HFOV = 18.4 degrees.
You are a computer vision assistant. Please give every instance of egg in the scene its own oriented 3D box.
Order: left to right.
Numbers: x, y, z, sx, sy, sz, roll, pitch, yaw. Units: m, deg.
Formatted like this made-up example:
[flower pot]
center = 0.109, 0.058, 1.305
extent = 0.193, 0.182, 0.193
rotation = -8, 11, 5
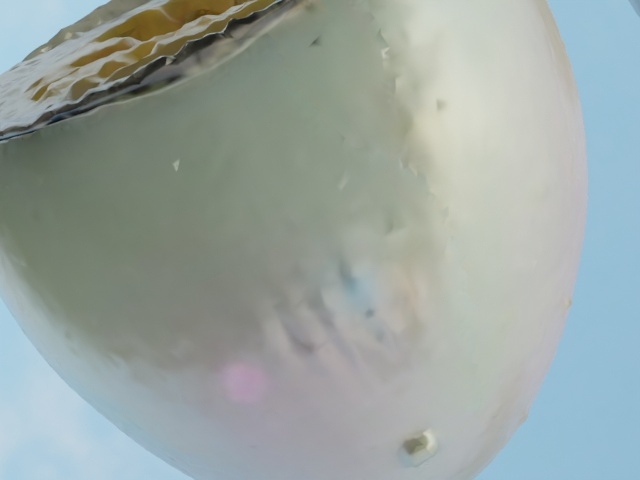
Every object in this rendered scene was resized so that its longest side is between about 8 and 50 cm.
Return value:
[egg]
center = 0.000, 0.000, 1.156
extent = 0.354, 0.340, 0.354
rotation = -25, -164, 8

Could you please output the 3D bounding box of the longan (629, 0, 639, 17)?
[longan]
center = 0.285, -0.208, 1.363
extent = 0.189, 0.189, 0.189
rotation = -23, -128, 32
